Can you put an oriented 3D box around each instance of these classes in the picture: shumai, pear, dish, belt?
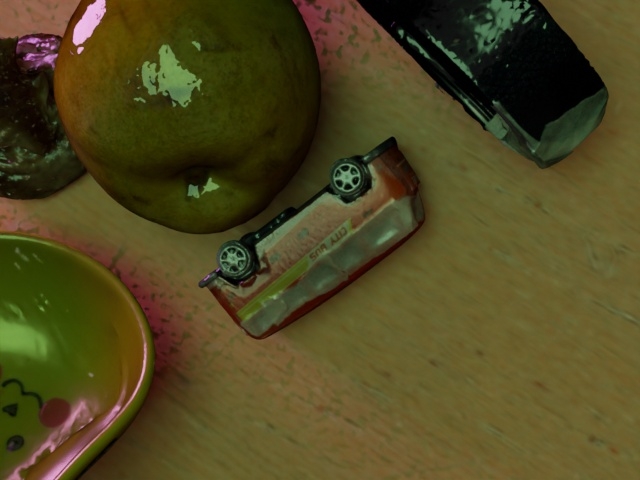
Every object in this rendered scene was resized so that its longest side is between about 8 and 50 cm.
[{"bbox_3d":[-0.238,-0.094,0.960,0.139,0.105,0.123,-31,85,38],"label":"shumai"},{"bbox_3d":[-0.092,-0.108,0.868,0.200,0.200,0.200,0,89,14],"label":"pear"},{"bbox_3d":[-0.244,0.130,0.912,0.221,0.108,0.262,24,60,16],"label":"dish"},{"bbox_3d":[0.105,-0.133,0.838,0.198,0.151,0.078,45,92,12],"label":"belt"}]

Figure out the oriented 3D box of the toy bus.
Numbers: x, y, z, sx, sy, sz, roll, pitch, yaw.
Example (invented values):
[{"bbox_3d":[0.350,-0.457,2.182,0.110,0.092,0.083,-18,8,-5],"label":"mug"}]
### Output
[{"bbox_3d":[0.000,0.000,0.902,0.174,0.079,0.077,-36,89,11],"label":"toy bus"}]
